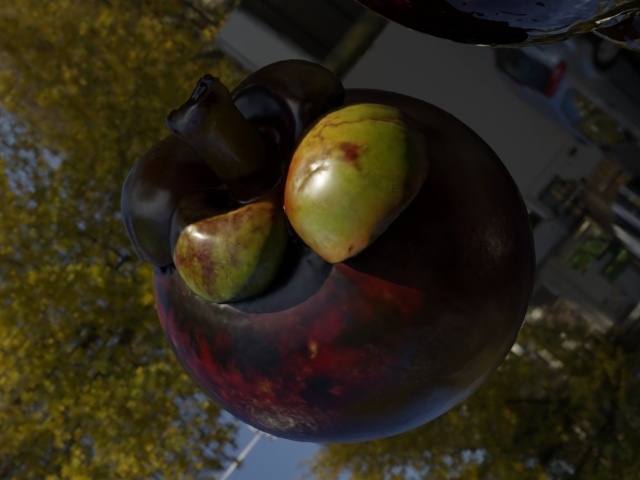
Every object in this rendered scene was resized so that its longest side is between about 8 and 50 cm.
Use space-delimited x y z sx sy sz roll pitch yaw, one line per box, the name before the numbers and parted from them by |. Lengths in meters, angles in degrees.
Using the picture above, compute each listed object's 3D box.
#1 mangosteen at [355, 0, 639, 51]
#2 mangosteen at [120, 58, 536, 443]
mangosteen | 0.089 -0.151 0.357 0.250 0.211 0.211 27 -169 -33
mangosteen | 0.000 0.000 0.503 0.200 0.200 0.200 39 -175 -4
